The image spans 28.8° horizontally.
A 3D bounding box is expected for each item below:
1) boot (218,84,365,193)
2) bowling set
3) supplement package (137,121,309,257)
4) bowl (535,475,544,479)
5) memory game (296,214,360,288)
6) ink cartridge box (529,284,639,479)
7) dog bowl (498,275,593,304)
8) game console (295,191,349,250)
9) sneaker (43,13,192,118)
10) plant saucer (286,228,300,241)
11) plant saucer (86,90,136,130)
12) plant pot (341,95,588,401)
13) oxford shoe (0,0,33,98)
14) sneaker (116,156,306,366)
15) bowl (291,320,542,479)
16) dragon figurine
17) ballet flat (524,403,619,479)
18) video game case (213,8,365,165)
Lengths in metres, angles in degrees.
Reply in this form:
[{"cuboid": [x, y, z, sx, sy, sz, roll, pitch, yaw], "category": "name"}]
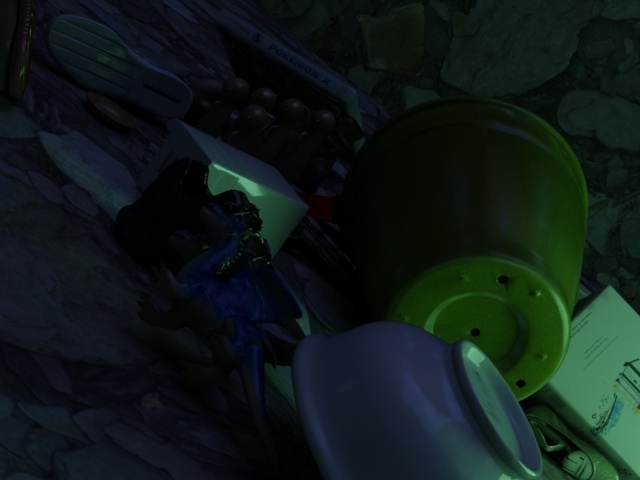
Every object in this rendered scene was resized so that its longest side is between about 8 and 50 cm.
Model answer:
[{"cuboid": [-0.056, -0.208, 2.150, 0.246, 0.161, 0.083, 34, 13, -16], "category": "boot"}, {"cuboid": [-0.123, -0.201, 1.968, 0.200, 0.154, 0.287, 42, 14, 16], "category": "bowling set"}, {"cuboid": [-0.124, -0.057, 1.593, 0.179, 0.105, 0.105, 24, 18, -43], "category": "supplement package"}, {"cuboid": [0.229, 0.299, 1.430, 0.142, 0.053, 0.142, 23, 20, -50], "category": "bowl"}, {"cuboid": [0.000, 0.000, 1.846, 0.186, 0.012, 0.186, 47, 7, -7], "category": "memory game"}, {"cuboid": [0.421, 0.213, 1.803, 0.233, 0.168, 0.171, 47, -10, 6], "category": "ink cartridge box"}, {"cuboid": [0.368, 0.137, 2.119, 0.408, 0.150, 0.408, 35, 13, -9], "category": "dog bowl"}, {"cuboid": [0.005, -0.023, 2.011, 0.144, 0.085, 0.124, -87, 154, -73], "category": "game console"}, {"cuboid": [-0.312, -0.255, 1.851, 0.258, 0.094, 0.091, 32, -4, -39], "category": "sneaker"}, {"cuboid": [-0.104, -0.048, 1.781, 0.168, 0.029, 0.168, 37, 13, -10], "category": "plant saucer"}, {"cuboid": [-0.297, -0.179, 1.748, 0.083, 0.015, 0.083, 36, 14, -10], "category": "plant saucer"}, {"cuboid": [0.205, 0.038, 1.699, 0.366, 0.366, 0.353, 34, 25, -15], "category": "plant pot"}, {"cuboid": [-0.442, -0.281, 1.586, 0.130, 0.123, 0.348, 1, 31, -23], "category": "oxford shoe"}, {"cuboid": [-0.102, 0.019, 1.346, 0.286, 0.130, 0.109, 45, 13, 23], "category": "sneaker"}, {"cuboid": [0.112, 0.185, 1.146, 0.298, 0.134, 0.298, 51, 17, -23], "category": "bowl"}, {"cuboid": [-0.076, 0.077, 1.195, 0.144, 0.085, 0.289, -16, 54, -43], "category": "dragon figurine"}, {"cuboid": [0.346, 0.299, 1.760, 0.052, 0.057, 0.168, -13, 43, -39], "category": "ballet flat"}, {"cuboid": [-0.047, -0.275, 2.332, 0.300, 0.036, 0.329, 34, -11, 16], "category": "video game case"}]
